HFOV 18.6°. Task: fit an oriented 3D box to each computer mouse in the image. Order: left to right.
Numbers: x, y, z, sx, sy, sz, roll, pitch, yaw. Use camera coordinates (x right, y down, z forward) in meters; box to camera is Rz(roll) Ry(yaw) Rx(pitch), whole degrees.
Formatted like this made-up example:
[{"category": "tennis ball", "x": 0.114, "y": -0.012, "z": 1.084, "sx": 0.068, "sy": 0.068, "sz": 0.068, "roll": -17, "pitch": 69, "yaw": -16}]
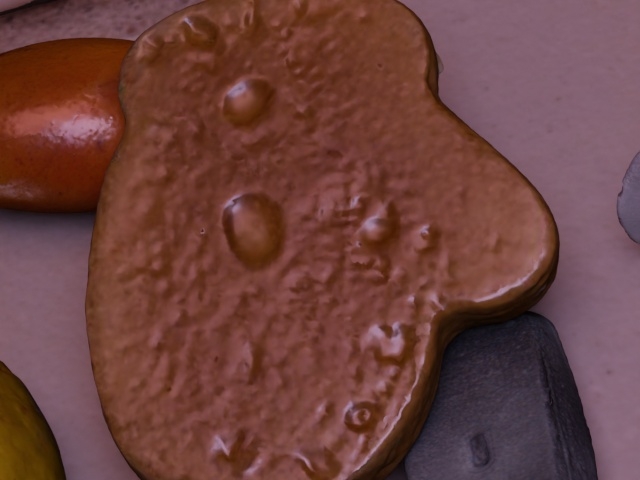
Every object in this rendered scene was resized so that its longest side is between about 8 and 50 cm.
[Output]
[{"category": "computer mouse", "x": 0.101, "y": 0.127, "z": 1.126, "sx": 0.113, "sy": 0.068, "sz": 0.229, "roll": -23, "pitch": 43, "yaw": 17}]

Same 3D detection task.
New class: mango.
[{"category": "mango", "x": -0.186, "y": -0.081, "z": 1.300, "sx": 0.217, "sy": 0.102, "sz": 0.141, "roll": -4, "pitch": 52, "yaw": 8}]

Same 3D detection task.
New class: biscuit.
[{"category": "biscuit", "x": 0.000, "y": 0.001, "z": 1.166, "sx": 0.287, "sy": 0.057, "sz": 0.343, "roll": -5, "pitch": 68, "yaw": 13}]

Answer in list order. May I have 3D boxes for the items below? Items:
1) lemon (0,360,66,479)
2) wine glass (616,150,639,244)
[{"category": "lemon", "x": -0.236, "y": 0.143, "z": 1.138, "sx": 0.170, "sy": 0.170, "sz": 0.207, "roll": -30, "pitch": 55, "yaw": -6}, {"category": "wine glass", "x": 0.268, "y": 0.024, "z": 1.103, "sx": 0.165, "sy": 0.165, "sz": 0.196, "roll": -22, "pitch": 49, "yaw": -1}]
